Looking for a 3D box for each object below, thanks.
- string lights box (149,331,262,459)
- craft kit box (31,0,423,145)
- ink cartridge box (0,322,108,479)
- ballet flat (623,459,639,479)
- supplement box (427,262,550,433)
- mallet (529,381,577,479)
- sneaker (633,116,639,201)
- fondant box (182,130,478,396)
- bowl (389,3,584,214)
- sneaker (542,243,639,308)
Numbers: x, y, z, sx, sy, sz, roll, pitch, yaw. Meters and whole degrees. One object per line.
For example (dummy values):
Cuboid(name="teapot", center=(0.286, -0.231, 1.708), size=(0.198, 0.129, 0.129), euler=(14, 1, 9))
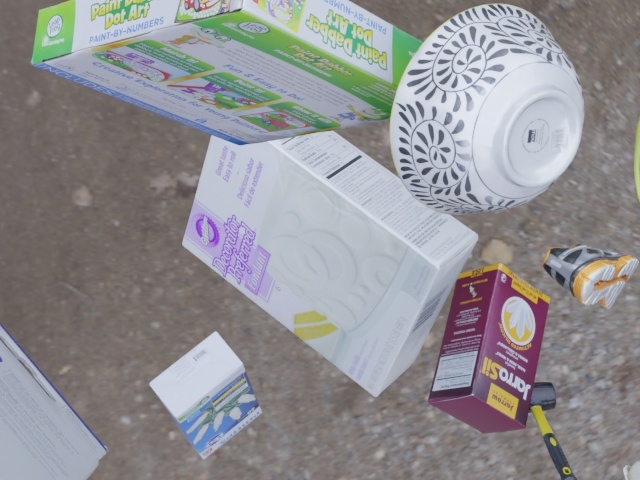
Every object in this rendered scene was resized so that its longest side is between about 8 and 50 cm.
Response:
Cuboid(name="string lights box", center=(-0.181, 0.256, 1.918), size=(0.133, 0.260, 0.077), euler=(-38, 68, -12))
Cuboid(name="craft kit box", center=(-0.064, -0.148, 0.976), size=(0.246, 0.249, 0.061), euler=(-1, 77, 41))
Cuboid(name="ink cartridge box", center=(-0.208, 0.095, 0.641), size=(0.065, 0.333, 0.165), euler=(-41, 89, -3))
Cuboid(name="ballet flat", center=(0.504, 0.265, 1.604), size=(0.164, 0.182, 0.483), euler=(-2, 68, 57))
Cuboid(name="supplement box", center=(0.217, 0.138, 1.508), size=(0.080, 0.104, 0.188), euler=(-19, 47, 49))
Cuboid(name="mallet", center=(0.292, 0.239, 1.473), size=(0.062, 0.190, 0.039), euler=(-9, 120, -11))
Cuboid(name="sneaker", center=(0.326, -0.022, 0.677), size=(0.295, 0.109, 0.124), euler=(8, 90, 36))
Cuboid(name="fondant box", center=(0.000, 0.000, 1.435), size=(0.330, 0.096, 0.238), euler=(38, 134, 18))
Cuboid(name="bowl", center=(0.144, -0.086, 0.893), size=(0.080, 0.170, 0.170), euler=(37, 104, 53))
Cuboid(name="sneaker", center=(0.377, 0.041, 1.642), size=(0.083, 0.215, 0.084), euler=(32, 100, 27))
